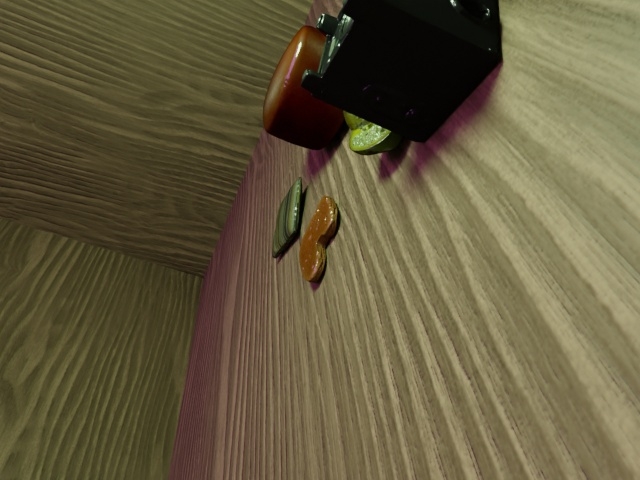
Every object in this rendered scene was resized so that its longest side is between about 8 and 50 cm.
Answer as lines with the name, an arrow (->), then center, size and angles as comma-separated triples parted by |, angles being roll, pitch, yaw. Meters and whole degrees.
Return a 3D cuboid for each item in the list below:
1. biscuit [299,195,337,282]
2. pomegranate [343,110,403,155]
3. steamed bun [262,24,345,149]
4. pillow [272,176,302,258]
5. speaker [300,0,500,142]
biscuit -> 0.001, 0.000, 1.362 | 0.186, 0.036, 0.192 | -108, 40, -60
pomegranate -> 0.112, -0.259, 1.107 | 0.143, 0.122, 0.169 | -28, 80, 60
steamed bun -> -0.035, -0.410, 1.566 | 0.379, 0.234, 0.248 | 137, 147, -62
pillow -> -0.106, -0.071, 1.764 | 0.212, 0.052, 0.208 | 130, 151, -57
speaker -> 0.130, -0.331, 0.910 | 0.232, 0.253, 0.184 | 132, 153, -53
